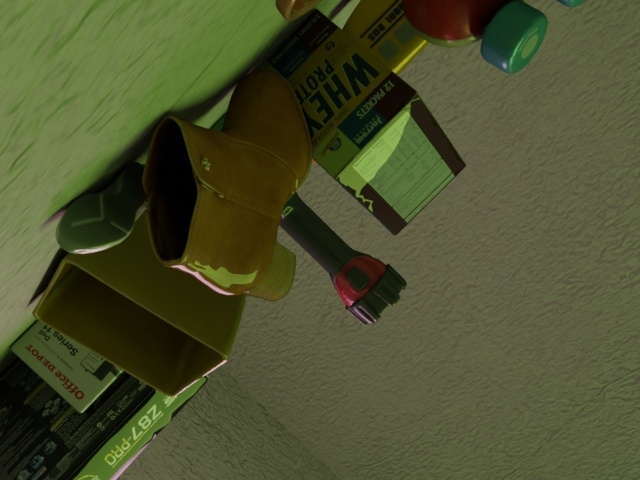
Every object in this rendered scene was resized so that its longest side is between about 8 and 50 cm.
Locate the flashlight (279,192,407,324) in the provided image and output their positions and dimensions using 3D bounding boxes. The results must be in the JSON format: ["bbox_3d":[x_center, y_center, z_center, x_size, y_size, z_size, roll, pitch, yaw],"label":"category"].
[{"bbox_3d":[0.000,0.000,1.287,0.103,0.304,0.103,-41,-173,45],"label":"flashlight"}]

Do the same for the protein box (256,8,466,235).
[{"bbox_3d":[0.046,-0.144,1.019,0.136,0.200,0.201,-45,148,4],"label":"protein box"}]

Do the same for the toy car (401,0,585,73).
[{"bbox_3d":[0.166,-0.339,0.834,0.210,0.219,0.238,-46,157,-8],"label":"toy car"}]

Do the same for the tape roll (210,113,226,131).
[{"bbox_3d":[-0.129,-0.136,1.235,0.321,0.077,0.321,-44,-175,5],"label":"tape roll"}]

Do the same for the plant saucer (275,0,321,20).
[{"bbox_3d":[0.032,-0.250,0.599,0.200,0.037,0.200,-44,-174,6],"label":"plant saucer"}]

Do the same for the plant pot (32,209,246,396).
[{"bbox_3d":[-0.203,0.044,1.010,0.212,0.212,0.187,-39,-158,54],"label":"plant pot"}]

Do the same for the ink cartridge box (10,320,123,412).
[{"bbox_3d":[-0.358,0.149,1.270,0.208,0.153,0.087,-48,-177,-17],"label":"ink cartridge box"}]

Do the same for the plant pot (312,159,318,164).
[{"bbox_3d":[0.003,-0.270,1.793,0.205,0.205,0.188,-44,169,15],"label":"plant pot"}]

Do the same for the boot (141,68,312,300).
[{"bbox_3d":[-0.095,-0.089,0.823,0.104,0.295,0.211,-12,158,21],"label":"boot"}]

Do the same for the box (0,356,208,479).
[{"bbox_3d":[-0.432,0.290,1.363,0.318,0.097,0.395,24,-117,39],"label":"box"}]

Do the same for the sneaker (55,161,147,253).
[{"bbox_3d":[-0.201,-0.019,0.750,0.061,0.053,0.152,-40,-172,28],"label":"sneaker"}]

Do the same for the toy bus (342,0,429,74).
[{"bbox_3d":[0.170,-0.394,1.186,0.332,0.130,0.108,-45,-175,1],"label":"toy bus"}]
